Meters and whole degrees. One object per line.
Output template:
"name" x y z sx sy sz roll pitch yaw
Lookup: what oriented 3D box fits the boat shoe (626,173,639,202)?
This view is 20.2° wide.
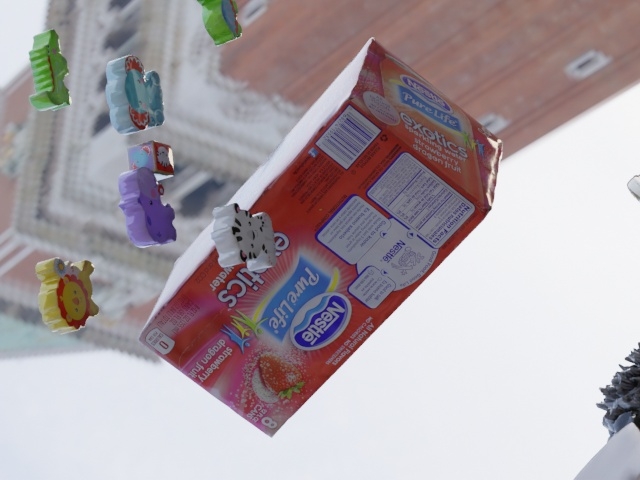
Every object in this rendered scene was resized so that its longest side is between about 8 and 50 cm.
"boat shoe" 0.230 -0.020 1.037 0.063 0.170 0.059 42 -87 -18

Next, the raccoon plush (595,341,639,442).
"raccoon plush" 0.372 0.037 1.428 0.216 0.299 0.446 22 -151 -10

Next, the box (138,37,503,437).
"box" 0.000 0.000 1.288 0.128 0.257 0.122 37 -153 -9

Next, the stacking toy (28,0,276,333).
"stacking toy" -0.124 -0.061 1.215 0.052 0.167 0.221 14 -116 -58

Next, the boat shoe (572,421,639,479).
"boat shoe" 0.179 0.293 1.268 0.158 0.340 0.127 42 -169 -10
